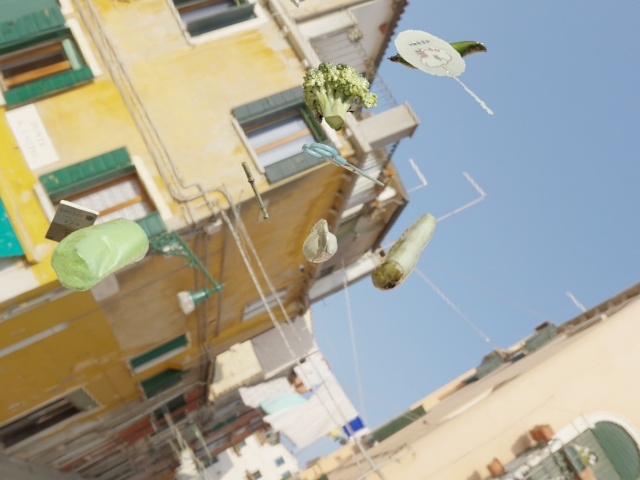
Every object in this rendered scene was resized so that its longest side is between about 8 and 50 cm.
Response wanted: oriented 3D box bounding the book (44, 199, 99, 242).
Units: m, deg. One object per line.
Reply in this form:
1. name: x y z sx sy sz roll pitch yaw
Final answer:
1. book: -0.903 -0.055 2.223 0.199 0.138 0.016 -50 -146 33

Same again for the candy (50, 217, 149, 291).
1. candy: -0.585 0.028 1.649 0.343 0.132 0.142 -60 151 -74

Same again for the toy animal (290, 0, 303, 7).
1. toy animal: -0.010 -0.810 1.763 0.140 0.282 0.138 52 10 -33

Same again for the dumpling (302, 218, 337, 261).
1. dumpling: 0.000 0.000 2.411 0.247 0.142 0.172 158 -71 -70

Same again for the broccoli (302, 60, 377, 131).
1. broccoli: 0.056 -0.470 2.104 0.247 0.263 0.243 124 -23 -45

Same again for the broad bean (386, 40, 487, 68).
1. broad bean: 0.395 -0.632 2.100 0.061 0.339 0.077 -80 159 -45

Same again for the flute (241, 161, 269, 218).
1. flute: -0.222 -0.171 2.094 0.027 0.027 0.233 40 -24 50

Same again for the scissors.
1. scissors: 0.121 -0.336 2.758 0.192 0.447 0.029 7 -104 59

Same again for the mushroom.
1. mushroom: 0.244 0.032 1.750 0.107 0.333 0.087 -28 -76 40

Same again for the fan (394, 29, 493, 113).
1. fan: 0.307 -0.409 1.483 0.329 0.190 0.009 52 -39 23
